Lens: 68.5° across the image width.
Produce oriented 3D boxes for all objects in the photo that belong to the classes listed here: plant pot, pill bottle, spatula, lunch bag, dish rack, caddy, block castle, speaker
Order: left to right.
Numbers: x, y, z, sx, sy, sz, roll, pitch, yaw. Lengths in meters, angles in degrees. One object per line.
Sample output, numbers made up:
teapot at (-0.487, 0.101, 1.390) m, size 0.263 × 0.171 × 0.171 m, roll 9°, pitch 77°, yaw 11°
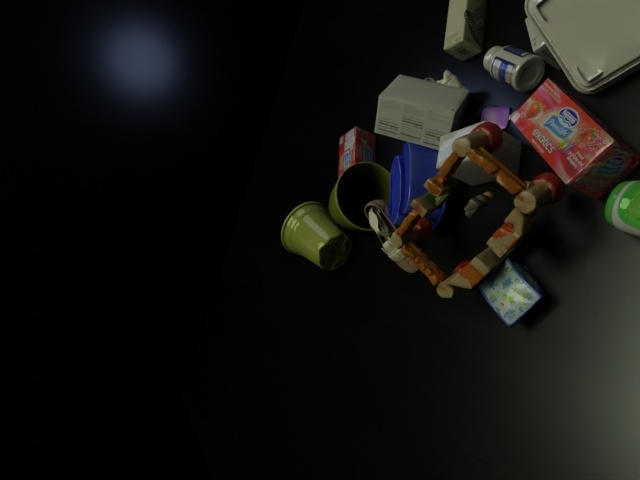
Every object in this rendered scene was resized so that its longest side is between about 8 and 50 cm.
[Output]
plant pot at (0.000, 0.000, 2.128) m, size 0.254 × 0.276 × 0.276 m, roll 41°, pitch 112°, yaw 45°
plant pot at (0.146, -0.152, 1.964) m, size 0.293 × 0.274 × 0.275 m, roll 155°, pitch 126°, yaw -71°
caddy at (0.363, -0.193, 1.670) m, size 0.241 × 0.179 × 0.341 m, roll 123°, pitch 153°, yaw -69°
block castle at (0.434, -0.074, 1.348) m, size 0.303 × 0.212 × 0.453 m, roll 48°, pitch 135°, yaw 20°
pill bottle at (0.605, -0.552, 1.490) m, size 0.112 × 0.112 × 0.187 m, roll -60°, pitch 33°, yaw 24°
lunch bag at (0.535, 0.147, 1.301) m, size 0.129 × 0.096 × 0.151 m, roll -57°, pitch 25°, yaw 27°
spatula at (0.628, -0.399, 1.462) m, size 0.296 × 0.030 × 0.084 m, roll 3°, pitch 80°, yaw 59°
dish rack at (0.697, -0.558, 1.173) m, size 0.333 × 0.072 × 0.285 m, roll 55°, pitch 140°, yaw -3°
speaker at (0.766, -0.042, 0.976) m, size 0.296 × 0.131 × 0.131 m, roll 35°, pitch 107°, yaw 58°

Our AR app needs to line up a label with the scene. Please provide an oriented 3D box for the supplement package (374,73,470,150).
supplement package at (0.351, -0.447, 1.627) m, size 0.204 × 0.261 × 0.145 m, roll -52°, pitch -25°, yaw -41°

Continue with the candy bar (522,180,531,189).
candy bar at (0.627, -0.152, 1.362) m, size 0.161 × 0.018 × 0.040 m, roll 24°, pitch 98°, yaw 60°

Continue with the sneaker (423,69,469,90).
sneaker at (0.401, -0.520, 1.766) m, size 0.305 × 0.152 × 0.114 m, roll -30°, pitch 18°, yaw 44°

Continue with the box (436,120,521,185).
box at (0.495, -0.266, 1.473) m, size 0.181 × 0.181 × 0.119 m, roll -8°, pitch 68°, yaw 57°

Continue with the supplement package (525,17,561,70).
supplement package at (0.723, -0.619, 1.298) m, size 0.244 × 0.139 × 0.134 m, roll -31°, pitch 52°, yaw 48°

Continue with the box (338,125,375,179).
box at (0.165, -0.363, 2.122) m, size 0.128 × 0.122 × 0.257 m, roll -26°, pitch 55°, yaw 53°

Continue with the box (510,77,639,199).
box at (0.660, -0.267, 1.230) m, size 0.142 × 0.154 × 0.300 m, roll -51°, pitch 36°, yaw 33°

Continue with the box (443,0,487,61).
box at (0.537, -0.817, 1.729) m, size 0.094 × 0.113 × 0.275 m, roll -7°, pitch 72°, yaw 57°

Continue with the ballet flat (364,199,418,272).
ballet flat at (0.251, -0.013, 1.731) m, size 0.107 × 0.106 × 0.316 m, roll -45°, pitch 64°, yaw 34°
